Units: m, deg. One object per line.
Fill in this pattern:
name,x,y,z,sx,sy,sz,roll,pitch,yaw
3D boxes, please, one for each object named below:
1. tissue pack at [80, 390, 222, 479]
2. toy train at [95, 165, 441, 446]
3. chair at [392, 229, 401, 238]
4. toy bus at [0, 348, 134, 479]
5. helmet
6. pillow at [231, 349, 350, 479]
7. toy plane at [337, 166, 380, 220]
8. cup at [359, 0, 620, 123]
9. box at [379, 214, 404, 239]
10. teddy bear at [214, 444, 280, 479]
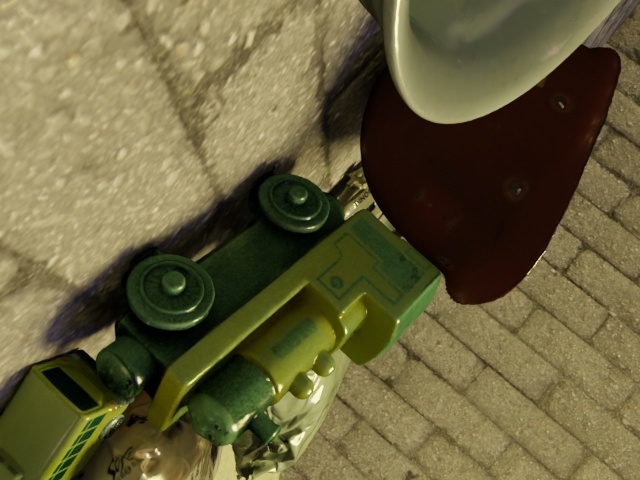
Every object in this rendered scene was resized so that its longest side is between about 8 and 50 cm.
tissue pack,-0.238,0.324,0.954,0.375,0.195,0.390,-56,-179,13
toy train,-0.055,0.080,0.798,0.369,0.237,0.150,-39,167,-42
chair,0.071,0.025,1.404,0.229,0.113,0.106,-57,166,29
toy bus,-0.277,0.203,0.738,0.175,0.088,0.101,-54,168,12
helmet,0.165,-0.130,0.913,0.337,0.230,0.385,-53,-171,48
pillow,-0.029,0.153,1.028,0.310,0.138,0.283,-55,165,-50
toy plane,0.027,-0.030,1.159,0.286,0.092,0.108,-45,147,-23
cup,0.109,-0.257,0.442,0.347,0.163,0.347,-38,155,-21
box,0.204,-0.062,1.719,0.269,0.079,0.135,-55,168,25
teddy bear,-0.278,0.502,1.672,0.362,0.375,0.327,-4,-156,40
